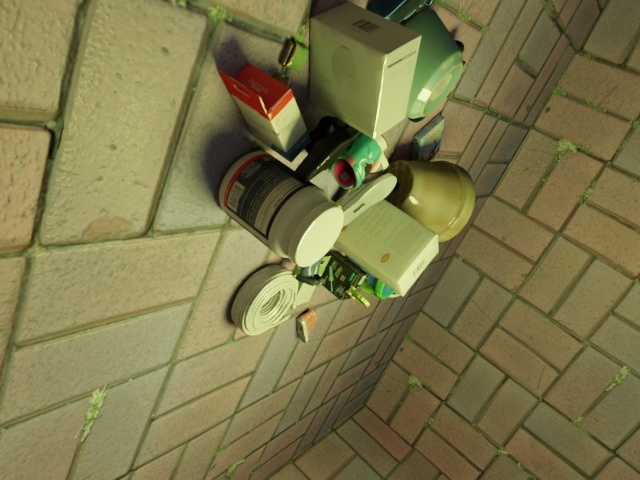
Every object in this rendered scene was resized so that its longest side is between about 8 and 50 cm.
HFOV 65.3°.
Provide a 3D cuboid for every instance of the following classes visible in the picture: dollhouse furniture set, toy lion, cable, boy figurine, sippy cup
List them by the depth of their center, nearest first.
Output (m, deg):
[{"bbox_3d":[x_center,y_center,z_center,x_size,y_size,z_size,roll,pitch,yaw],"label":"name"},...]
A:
[{"bbox_3d":[-0.061,-0.377,1.157,0.076,0.058,0.152,-7,129,-57],"label":"dollhouse furniture set"},{"bbox_3d":[0.000,0.000,1.638,0.177,0.092,0.285,2,105,-61],"label":"boy figurine"},{"bbox_3d":[-0.179,0.194,1.649,0.257,0.089,0.257,-27,143,-43],"label":"cable"},{"bbox_3d":[0.143,0.211,1.830,0.034,0.096,0.100,-49,155,-7],"label":"toy lion"},{"bbox_3d":[0.235,0.083,2.057,0.306,0.224,0.240,-57,155,9],"label":"sippy cup"}]

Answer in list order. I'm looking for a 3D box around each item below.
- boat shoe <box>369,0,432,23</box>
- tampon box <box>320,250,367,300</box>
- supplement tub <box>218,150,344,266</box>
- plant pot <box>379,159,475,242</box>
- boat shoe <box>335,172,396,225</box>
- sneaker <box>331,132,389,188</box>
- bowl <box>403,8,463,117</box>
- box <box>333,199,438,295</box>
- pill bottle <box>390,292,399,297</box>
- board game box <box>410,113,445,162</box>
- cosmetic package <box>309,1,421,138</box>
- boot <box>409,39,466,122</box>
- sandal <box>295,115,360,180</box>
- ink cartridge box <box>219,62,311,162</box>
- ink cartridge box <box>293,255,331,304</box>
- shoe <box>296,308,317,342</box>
[{"bbox_3d":[0.226,-0.640,1.296,0.258,0.109,0.089,-35,161,0],"label":"boat shoe"},{"bbox_3d":[0.072,0.132,1.912,0.120,0.161,0.101,-59,154,15],"label":"tampon box"},{"bbox_3d":[-0.097,-0.079,1.222,0.191,0.272,0.191,-40,152,-26],"label":"supplement tub"},{"bbox_3d":[0.371,-0.173,1.901,0.280,0.323,0.323,13,113,-38],"label":"plant pot"},{"bbox_3d":[0.133,-0.154,1.683,0.258,0.084,0.095,-35,145,6],"label":"boat shoe"},{"bbox_3d":[0.123,-0.236,1.587,0.178,0.124,0.295,-41,166,-1],"label":"sneaker"},{"bbox_3d":[0.289,-0.476,1.436,0.311,0.163,0.311,-44,166,-13],"label":"bowl"},{"bbox_3d":[0.212,-0.004,1.763,0.215,0.345,0.168,-49,155,-9],"label":"box"},{"bbox_3d":[0.348,0.087,2.298,0.188,0.188,0.334,-29,145,-41],"label":"pill bottle"},{"bbox_3d":[0.429,-0.381,2.017,0.160,0.039,0.211,-42,152,-22],"label":"board game box"},{"bbox_3d":[0.097,-0.406,1.196,0.138,0.224,0.225,-37,151,-30],"label":"cosmetic package"},{"bbox_3d":[0.395,-0.537,1.692,0.207,0.094,0.247,-28,139,-36],"label":"boot"},{"bbox_3d":[0.016,-0.262,1.292,0.167,0.107,0.446,-45,-177,17],"label":"sandal"},{"bbox_3d":[-0.115,-0.288,1.089,0.078,0.134,0.231,-48,155,-10],"label":"ink cartridge box"},{"bbox_3d":[-0.053,0.133,1.815,0.109,0.062,0.209,-7,129,-57],"label":"ink cartridge box"},{"bbox_3d":[-0.053,0.361,2.104,0.081,0.063,0.178,-34,145,-25],"label":"shoe"}]
